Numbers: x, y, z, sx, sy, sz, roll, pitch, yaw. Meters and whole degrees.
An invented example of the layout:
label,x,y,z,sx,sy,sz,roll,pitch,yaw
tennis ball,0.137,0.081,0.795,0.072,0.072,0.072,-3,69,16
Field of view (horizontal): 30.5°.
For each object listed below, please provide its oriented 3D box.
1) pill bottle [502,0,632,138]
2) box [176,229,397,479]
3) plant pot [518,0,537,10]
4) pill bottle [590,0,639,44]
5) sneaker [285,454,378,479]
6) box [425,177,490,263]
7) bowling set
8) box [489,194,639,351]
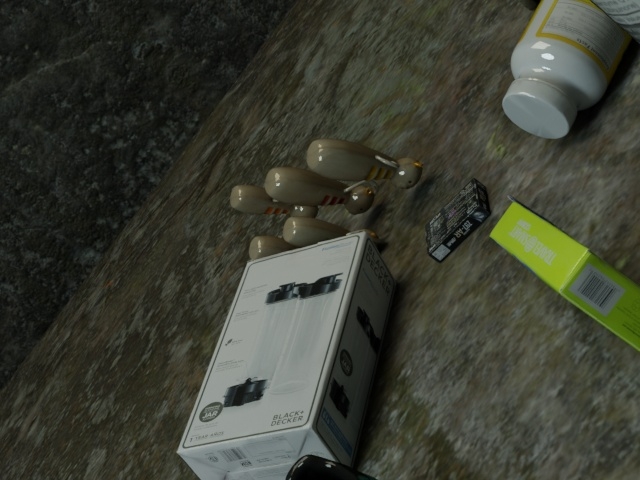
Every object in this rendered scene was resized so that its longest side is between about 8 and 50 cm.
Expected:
label,x,y,z,sx,sy,sz,roll,pitch,yaw
pill bottle,0.260,-0.200,1.213,0.184,0.103,0.103,-60,18,-18
box,-0.028,0.130,1.273,0.169,0.087,0.290,-16,36,27
plant pot,0.288,-0.509,1.445,0.305,0.334,0.334,-35,23,18
pill bottle,0.269,-0.243,0.836,0.204,0.361,0.204,-47,18,21
sneaker,0.035,0.262,0.892,0.108,0.121,0.302,-52,19,4
box,0.151,-0.023,1.302,0.083,0.018,0.067,-46,19,23
bowling set,0.000,0.000,1.508,0.287,0.154,0.200,-18,65,59
box,0.203,0.026,0.922,0.042,0.109,0.178,-54,17,6
